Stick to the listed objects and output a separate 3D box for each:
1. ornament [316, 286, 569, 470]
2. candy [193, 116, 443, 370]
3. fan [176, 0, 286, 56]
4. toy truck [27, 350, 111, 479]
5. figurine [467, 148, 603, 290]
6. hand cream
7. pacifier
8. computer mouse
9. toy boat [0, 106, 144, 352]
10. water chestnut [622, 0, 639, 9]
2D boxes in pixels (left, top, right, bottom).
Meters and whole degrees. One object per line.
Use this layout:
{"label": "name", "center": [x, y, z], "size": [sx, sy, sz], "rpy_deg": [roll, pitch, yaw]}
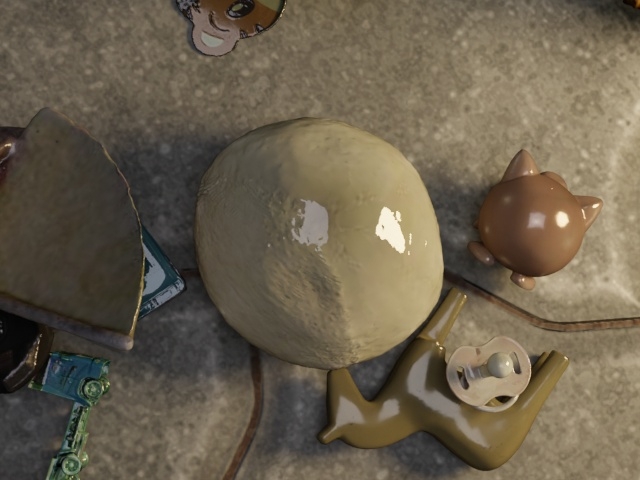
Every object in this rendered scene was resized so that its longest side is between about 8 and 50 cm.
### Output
{"label": "ornament", "center": [0.131, 0.175, 1.347], "size": [0.230, 0.061, 0.245], "rpy_deg": [37, 77, -4]}
{"label": "candy", "center": [0.000, 0.000, 1.282], "size": [0.295, 0.185, 0.295], "rpy_deg": [2, 80, -12]}
{"label": "fan", "center": [-0.073, -0.322, 1.383], "size": [0.226, 0.008, 0.152], "rpy_deg": [-27, 89, -9]}
{"label": "toy truck", "center": [-0.287, 0.206, 1.283], "size": [0.081, 0.067, 0.175], "rpy_deg": [16, 87, -2]}
{"label": "figurine", "center": [0.244, -0.020, 1.359], "size": [0.125, 0.125, 0.138], "rpy_deg": [30, 97, -5]}
{"label": "hand cream", "center": [-0.242, -0.018, 1.321], "size": [0.083, 0.048, 0.224], "rpy_deg": [-33, 97, -9]}
{"label": "pacifier", "center": [0.192, 0.146, 1.292], "size": [0.099, 0.078, 0.081], "rpy_deg": [-15, 77, -15]}
{"label": "computer mouse", "center": [-0.332, 0.096, 1.267], "size": [0.099, 0.057, 0.172], "rpy_deg": [-24, 51, 13]}
{"label": "toy boat", "center": [-0.307, -0.008, 1.230], "size": [0.293, 0.111, 0.276], "rpy_deg": [-1, 68, 12]}
{"label": "water chestnut", "center": [0.477, -0.362, 1.315], "size": [0.347, 0.335, 0.335], "rpy_deg": [-31, 91, -20]}
